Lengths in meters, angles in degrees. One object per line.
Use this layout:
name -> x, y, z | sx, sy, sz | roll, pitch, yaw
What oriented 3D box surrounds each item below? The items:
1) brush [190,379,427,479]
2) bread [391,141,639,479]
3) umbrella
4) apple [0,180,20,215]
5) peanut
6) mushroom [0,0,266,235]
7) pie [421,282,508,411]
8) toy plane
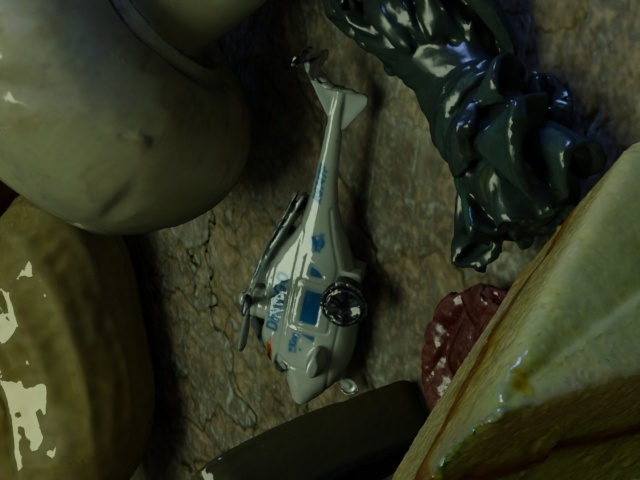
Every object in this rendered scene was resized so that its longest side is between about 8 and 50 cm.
brush -> -0.017, 0.177, 1.288 | 0.059, 0.197, 0.123 | 58, 143, 15
bread -> 0.120, 0.049, 0.986 | 0.167, 0.264, 0.163 | -53, 56, 41
umbrella -> 0.068, -0.142, 1.166 | 0.143, 0.094, 0.349 | -51, 53, 40
apple -> -0.442, -0.179, 1.864 | 0.329, 0.295, 0.365 | -59, -44, -74
peanut -> -0.241, 0.117, 1.627 | 0.158, 0.174, 0.340 | -16, 87, 63
mushroom -> -0.169, -0.139, 1.350 | 0.356, 0.315, 0.315 | 6, 103, 52
pie -> 0.124, 0.099, 1.197 | 0.153, 0.038, 0.153 | 18, 111, 56
toy plane -> 0.003, -0.005, 1.330 | 0.182, 0.107, 0.273 | -13, -62, -82
